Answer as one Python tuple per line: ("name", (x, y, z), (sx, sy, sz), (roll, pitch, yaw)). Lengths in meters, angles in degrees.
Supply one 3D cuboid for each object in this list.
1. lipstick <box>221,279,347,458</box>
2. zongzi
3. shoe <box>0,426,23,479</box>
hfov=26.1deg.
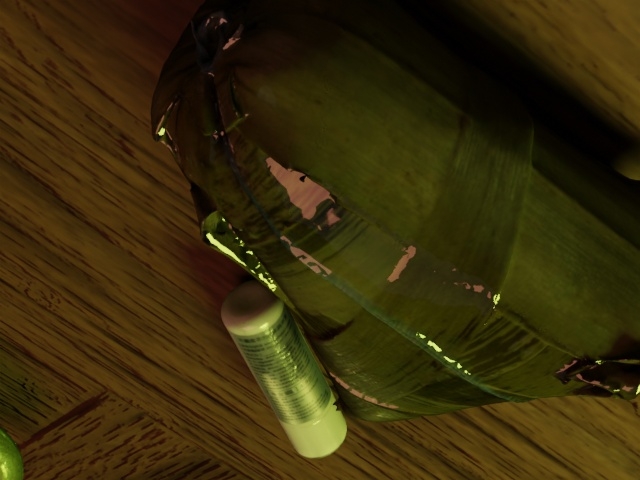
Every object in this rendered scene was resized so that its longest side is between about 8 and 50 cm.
("lipstick", (-0.021, 0.080, 0.855), (0.040, 0.040, 0.141), (4, 140, 25))
("zongzi", (0.000, 0.000, 0.670), (0.251, 0.125, 0.274), (36, 149, -19))
("shoe", (-0.332, 0.139, 0.966), (0.140, 0.128, 0.262), (11, 150, 38))
